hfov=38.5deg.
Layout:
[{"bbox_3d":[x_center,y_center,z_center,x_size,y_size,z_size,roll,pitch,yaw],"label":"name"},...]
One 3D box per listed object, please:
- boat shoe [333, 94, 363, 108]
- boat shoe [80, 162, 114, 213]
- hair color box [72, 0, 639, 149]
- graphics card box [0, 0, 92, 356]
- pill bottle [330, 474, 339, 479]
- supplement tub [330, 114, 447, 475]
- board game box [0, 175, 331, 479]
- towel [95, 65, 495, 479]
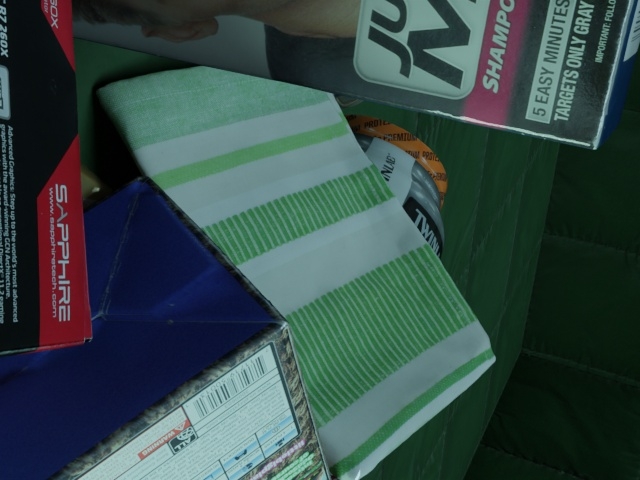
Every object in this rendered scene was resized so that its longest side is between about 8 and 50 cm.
[{"bbox_3d":[0.063,-0.282,0.939,0.305,0.109,0.091,-67,160,-3],"label":"boat shoe"},{"bbox_3d":[-0.149,0.032,0.641,0.096,0.098,0.277,-50,153,-9],"label":"boat shoe"},{"bbox_3d":[0.003,-0.174,0.501,0.105,0.347,0.174,-32,133,-62],"label":"hair color box"},{"bbox_3d":[-0.216,-0.064,0.282,0.371,0.094,0.233,2,84,-71],"label":"graphics card box"},{"bbox_3d":[-0.074,0.234,0.783,0.121,0.221,0.121,16,90,-70],"label":"pill bottle"},{"bbox_3d":[-0.001,0.044,0.878,0.193,0.193,0.316,74,37,-55],"label":"supplement tub"},{"bbox_3d":[-0.129,0.149,0.562,0.232,0.141,0.291,-34,145,-18],"label":"board game box"},{"bbox_3d":[0.000,0.000,0.715,0.248,0.038,0.325,-26,85,-51],"label":"towel"}]
